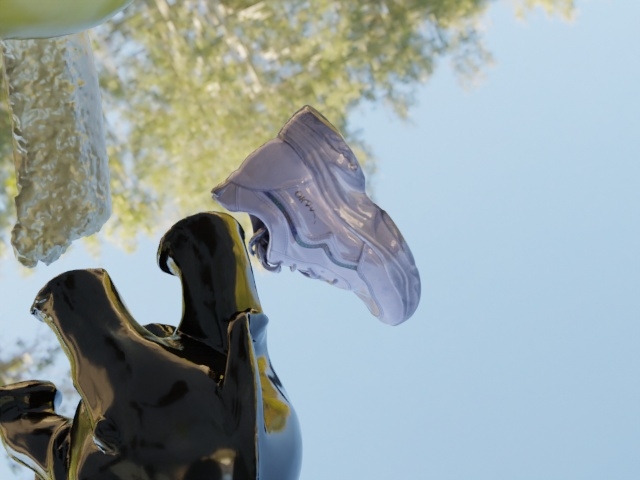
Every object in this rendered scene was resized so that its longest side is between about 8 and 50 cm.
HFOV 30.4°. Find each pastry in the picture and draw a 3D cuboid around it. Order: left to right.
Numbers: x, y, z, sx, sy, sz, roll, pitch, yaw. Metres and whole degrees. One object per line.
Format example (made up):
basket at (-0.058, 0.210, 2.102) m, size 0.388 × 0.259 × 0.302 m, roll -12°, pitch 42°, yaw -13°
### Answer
pastry at (-0.242, -0.102, 1.062) m, size 0.089 × 0.258 × 0.121 m, roll -2°, pitch -167°, yaw 12°

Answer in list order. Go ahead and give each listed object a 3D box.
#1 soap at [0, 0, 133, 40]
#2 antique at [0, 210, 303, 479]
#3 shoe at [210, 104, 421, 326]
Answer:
soap at (-0.138, -0.322, 0.679) m, size 0.115 × 0.427 × 0.306 m, roll 26°, pitch -161°, yaw 22°
antique at (-0.135, 0.168, 0.908) m, size 0.185 × 0.322 × 0.255 m, roll 0°, pitch -131°, yaw -39°
shoe at (0.000, 0.000, 1.162) m, size 0.138 × 0.245 × 0.095 m, roll -32°, pitch -159°, yaw -4°
